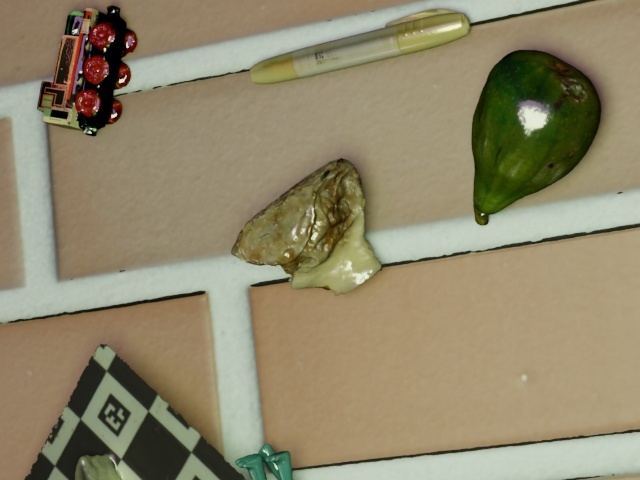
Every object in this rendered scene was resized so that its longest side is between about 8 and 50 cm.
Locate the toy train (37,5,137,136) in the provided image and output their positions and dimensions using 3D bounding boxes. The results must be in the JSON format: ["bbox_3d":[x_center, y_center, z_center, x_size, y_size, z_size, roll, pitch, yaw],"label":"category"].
[{"bbox_3d":[-0.246,-0.180,1.721,0.087,0.050,0.138,11,88,25],"label":"toy train"}]

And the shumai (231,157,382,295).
[{"bbox_3d":[0.002,-0.001,1.575,0.145,0.145,0.116,-36,92,14],"label":"shumai"}]

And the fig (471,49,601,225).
[{"bbox_3d":[0.184,-0.087,1.523,0.117,0.117,0.177,36,108,20],"label":"fig"}]

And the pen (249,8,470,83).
[{"bbox_3d":[0.036,-0.193,1.624,0.233,0.032,0.040,-10,58,20],"label":"pen"}]

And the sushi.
[{"bbox_3d":[-0.197,0.344,1.585,0.343,0.064,0.359,40,114,24],"label":"sushi"}]

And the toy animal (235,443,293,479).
[{"bbox_3d":[-0.034,0.300,1.573,0.103,0.100,0.208,-15,87,41],"label":"toy animal"}]
